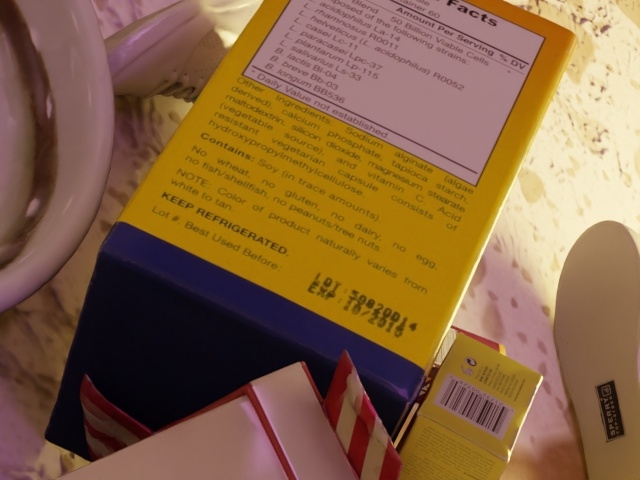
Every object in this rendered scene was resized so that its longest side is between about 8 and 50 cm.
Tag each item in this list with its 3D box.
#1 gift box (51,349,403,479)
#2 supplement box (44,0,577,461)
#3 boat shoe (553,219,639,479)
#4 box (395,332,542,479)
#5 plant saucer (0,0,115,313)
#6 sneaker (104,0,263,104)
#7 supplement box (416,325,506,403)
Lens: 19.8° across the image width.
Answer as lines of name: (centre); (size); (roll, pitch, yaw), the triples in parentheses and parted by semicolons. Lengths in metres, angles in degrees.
gift box: (-0.090, 0.202, 0.950); (0.258, 0.255, 0.276); (-18, 86, -48)
supplement box: (0.001, -0.007, 1.166); (0.194, 0.195, 0.356); (26, 47, 3)
boat shoe: (0.264, 0.116, 1.504); (0.088, 0.096, 0.267); (17, 56, -44)
box: (0.050, 0.167, 1.060); (0.058, 0.232, 0.087); (28, 38, 4)
plant saucer: (-0.305, -0.115, 1.048); (0.400, 0.100, 0.400); (26, 48, -34)
sneaker: (-0.090, -0.124, 1.307); (0.212, 0.080, 0.094); (-33, 102, -52)
supplement box: (0.093, 0.095, 1.367); (0.083, 0.055, 0.043); (21, 52, -36)
